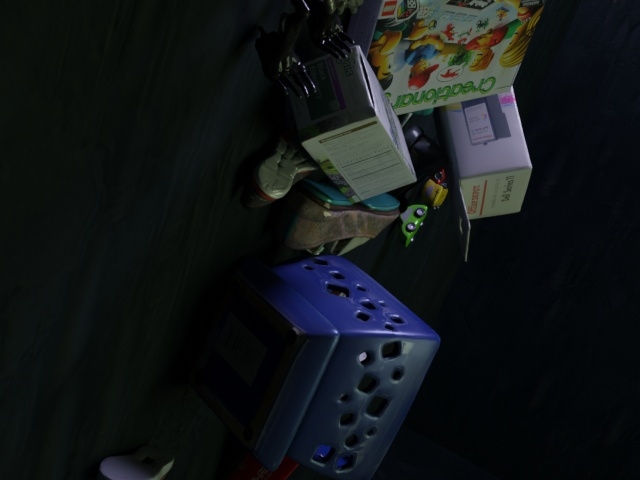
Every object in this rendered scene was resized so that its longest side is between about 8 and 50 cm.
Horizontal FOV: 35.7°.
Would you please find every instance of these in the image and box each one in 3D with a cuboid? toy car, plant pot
[{"bbox_3d":[0.222,-0.088,2.172,0.225,0.053,0.239,-57,165,-22],"label":"toy car"},{"bbox_3d":[-0.025,0.159,1.300,0.212,0.236,0.236,10,110,-43],"label":"plant pot"}]

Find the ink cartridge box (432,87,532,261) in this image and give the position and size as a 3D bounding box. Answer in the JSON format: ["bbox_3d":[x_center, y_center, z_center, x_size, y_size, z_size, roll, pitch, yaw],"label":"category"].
[{"bbox_3d":[0.257,-0.164,1.612,0.207,0.119,0.353,71,10,-72],"label":"ink cartridge box"}]

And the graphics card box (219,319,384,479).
[{"bbox_3d":[-0.031,0.317,1.827,0.233,0.094,0.371,-55,175,40],"label":"graphics card box"}]

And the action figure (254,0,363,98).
[{"bbox_3d":[0.015,-0.264,0.880,0.164,0.141,0.275,-40,158,-32],"label":"action figure"}]

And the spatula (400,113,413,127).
[{"bbox_3d":[0.106,-0.147,1.578,0.168,0.019,0.242,-50,179,-25],"label":"spatula"}]

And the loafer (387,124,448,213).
[{"bbox_3d":[0.117,-0.075,1.626,0.096,0.084,0.267,-47,174,-40],"label":"loafer"}]

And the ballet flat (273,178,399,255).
[{"bbox_3d":[0.018,-0.031,1.436,0.106,0.107,0.316,-62,157,13],"label":"ballet flat"}]

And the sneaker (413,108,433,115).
[{"bbox_3d":[0.180,-0.296,1.491,0.275,0.110,0.107,-58,166,-20],"label":"sneaker"}]

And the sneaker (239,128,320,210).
[{"bbox_3d":[-0.053,-0.084,1.189,0.065,0.061,0.158,-39,-178,36],"label":"sneaker"}]

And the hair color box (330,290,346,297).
[{"bbox_3d":[0.006,0.137,1.820,0.072,0.043,0.141,-36,152,-63],"label":"hair color box"}]

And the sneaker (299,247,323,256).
[{"bbox_3d":[0.000,0.000,1.543,0.098,0.038,0.069,-57,165,-22],"label":"sneaker"}]

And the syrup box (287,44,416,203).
[{"bbox_3d":[0.040,-0.132,1.190,0.237,0.096,0.093,41,32,-68],"label":"syrup box"}]

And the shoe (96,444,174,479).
[{"bbox_3d":[-0.233,0.307,1.210,0.178,0.063,0.081,13,99,-81],"label":"shoe"}]

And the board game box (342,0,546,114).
[{"bbox_3d":[0.163,-0.268,1.321,0.305,0.053,0.193,-16,140,-32],"label":"board game box"}]
